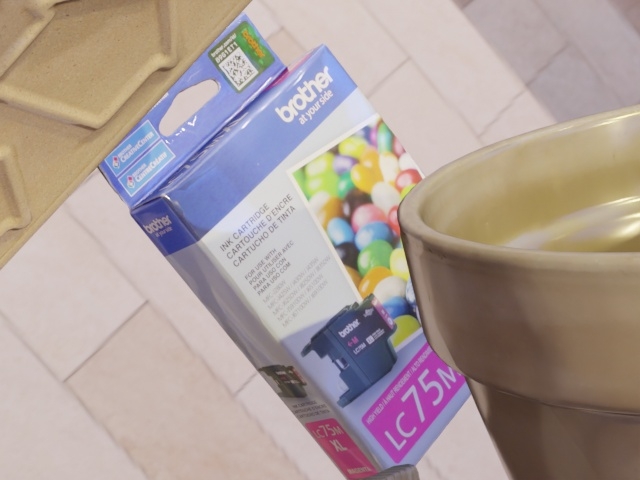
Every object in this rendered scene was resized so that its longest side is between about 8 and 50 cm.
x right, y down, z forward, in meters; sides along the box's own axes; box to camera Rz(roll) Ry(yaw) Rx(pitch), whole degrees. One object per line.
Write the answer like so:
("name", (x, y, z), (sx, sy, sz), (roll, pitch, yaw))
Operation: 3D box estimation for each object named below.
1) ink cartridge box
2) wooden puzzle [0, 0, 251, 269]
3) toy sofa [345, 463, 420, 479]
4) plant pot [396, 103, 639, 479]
("ink cartridge box", (0.000, 0.000, 0.980), (0.311, 0.065, 0.186), (51, 57, -10))
("wooden puzzle", (-0.195, -0.084, 0.653), (0.080, 0.348, 0.322), (44, 11, 20))
("toy sofa", (-0.119, 0.224, 0.768), (0.177, 0.362, 0.150), (8, 73, -73))
("plant pot", (0.215, 0.089, 0.642), (0.323, 0.323, 0.280), (-23, 108, -39))
